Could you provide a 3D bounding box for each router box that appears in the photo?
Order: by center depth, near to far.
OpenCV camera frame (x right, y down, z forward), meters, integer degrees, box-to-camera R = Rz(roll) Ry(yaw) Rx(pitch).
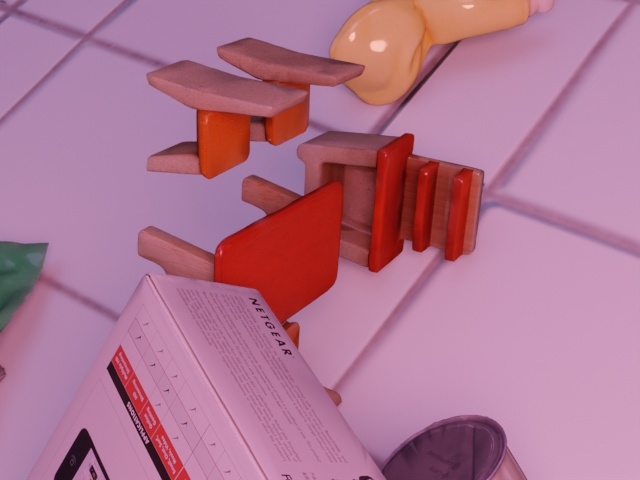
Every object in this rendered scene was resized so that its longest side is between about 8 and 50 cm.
[{"bbox_3d":[-0.065,0.236,0.578,0.301,0.082,0.335,-57,46,22],"label":"router box"}]

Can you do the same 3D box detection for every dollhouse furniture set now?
[{"bbox_3d":[0.000,0.000,0.771,0.135,0.262,0.259,16,27,26],"label":"dollhouse furniture set"}]

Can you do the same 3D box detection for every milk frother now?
[{"bbox_3d":[0.066,0.193,0.650,0.143,0.135,0.129,-38,20,-18],"label":"milk frother"}]

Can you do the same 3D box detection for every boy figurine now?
[{"bbox_3d":[0.126,-0.229,1.012,0.177,0.092,0.285,31,67,35],"label":"boy figurine"}]

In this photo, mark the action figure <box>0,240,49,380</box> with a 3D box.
[{"bbox_3d":[-0.300,0.100,0.891,0.137,0.063,0.232,-7,46,9],"label":"action figure"}]
